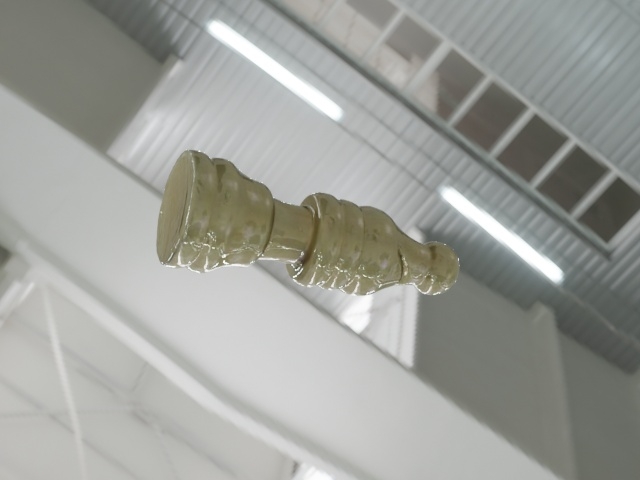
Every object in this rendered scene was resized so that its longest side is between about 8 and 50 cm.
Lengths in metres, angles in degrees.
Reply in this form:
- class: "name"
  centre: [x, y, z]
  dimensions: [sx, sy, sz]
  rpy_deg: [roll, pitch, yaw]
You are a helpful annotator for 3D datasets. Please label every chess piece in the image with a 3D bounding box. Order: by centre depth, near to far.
- class: "chess piece"
  centre: [0.000, 0.000, 0.344]
  dimensions: [0.092, 0.035, 0.035]
  rpy_deg: [13, -147, -21]
